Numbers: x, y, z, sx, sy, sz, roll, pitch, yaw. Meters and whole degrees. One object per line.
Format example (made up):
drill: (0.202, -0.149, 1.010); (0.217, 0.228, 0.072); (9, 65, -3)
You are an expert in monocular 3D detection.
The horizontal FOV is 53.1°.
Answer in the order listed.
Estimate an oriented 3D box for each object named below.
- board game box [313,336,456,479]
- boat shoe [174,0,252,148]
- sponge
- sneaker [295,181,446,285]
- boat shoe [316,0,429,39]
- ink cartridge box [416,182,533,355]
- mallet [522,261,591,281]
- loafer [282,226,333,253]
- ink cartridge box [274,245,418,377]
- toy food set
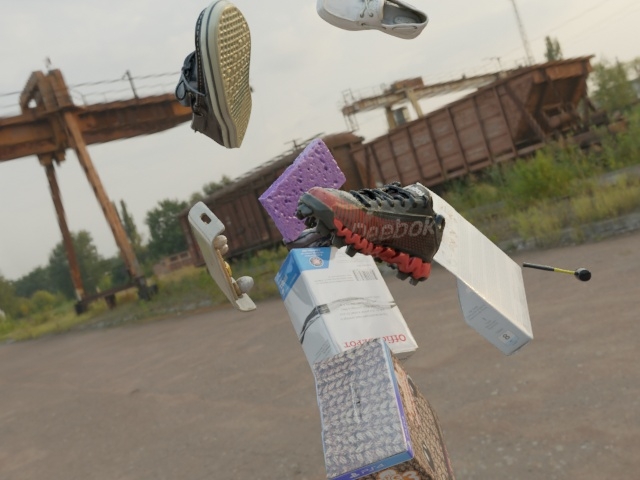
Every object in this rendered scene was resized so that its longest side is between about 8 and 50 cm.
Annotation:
board game box: (0.124, 0.362, 1.154); (0.141, 0.291, 0.232); (-25, 40, 13)
boat shoe: (-0.245, -0.357, 1.437); (0.156, 0.187, 0.500); (18, -15, 0)
sponge: (-0.035, -0.109, 1.371); (0.031, 0.117, 0.210); (0, 42, 48)
sneaker: (0.083, -0.034, 0.903); (0.276, 0.135, 0.097); (23, 11, -42)
boat shoe: (0.131, -0.560, 1.550); (0.277, 0.098, 0.096); (6, 0, -12)
ink cartridge box: (0.349, 0.063, 1.581); (0.091, 0.385, 0.308); (-46, 14, 31)
mallet: (0.689, 0.086, 1.872); (0.190, 0.039, 0.062); (10, 3, 17)
loafer: (0.000, 0.000, 2.067); (0.109, 0.095, 0.302); (-21, 4, -42)
ink cartridge box: (0.071, 0.219, 1.935); (0.285, 0.395, 0.166); (-2, -38, -33)
toy food set: (-0.286, 0.049, 1.915); (0.092, 0.306, 0.220); (-26, 34, -17)
